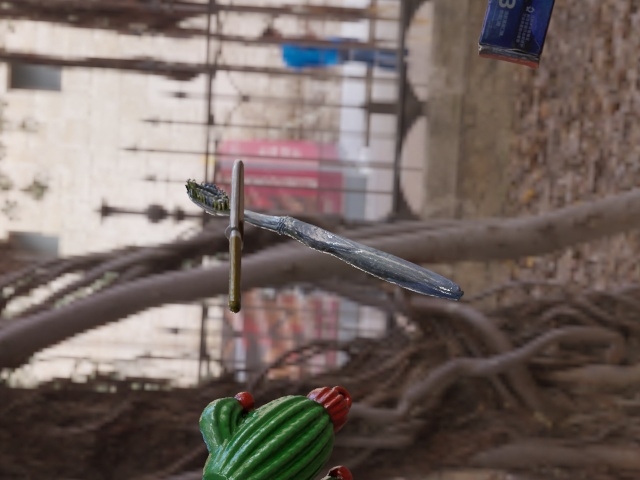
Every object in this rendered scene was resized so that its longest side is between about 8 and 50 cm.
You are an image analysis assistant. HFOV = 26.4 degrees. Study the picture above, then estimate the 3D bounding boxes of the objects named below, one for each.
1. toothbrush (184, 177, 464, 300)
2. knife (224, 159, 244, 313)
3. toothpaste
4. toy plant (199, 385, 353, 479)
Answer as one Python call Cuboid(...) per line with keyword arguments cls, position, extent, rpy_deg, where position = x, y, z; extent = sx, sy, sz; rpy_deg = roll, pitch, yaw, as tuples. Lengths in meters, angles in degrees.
Cuboid(cls="toothbrush", position=(0.000, 0.000, 1.826), extent=(0.042, 0.413, 0.035), rpy_deg=(81, -147, -61))
Cuboid(cls="knife", position=(-0.102, -0.010, 1.626), extent=(0.046, 0.022, 0.256), rpy_deg=(75, -171, -47))
Cuboid(cls="toothpaste", position=(0.259, -0.367, 1.602), extent=(0.066, 0.076, 0.321), rpy_deg=(44, -119, -81))
Cuboid(cls="toy plant", position=(-0.033, 0.235, 1.495), extent=(0.088, 0.240, 0.155), rpy_deg=(-37, 62, 37))
